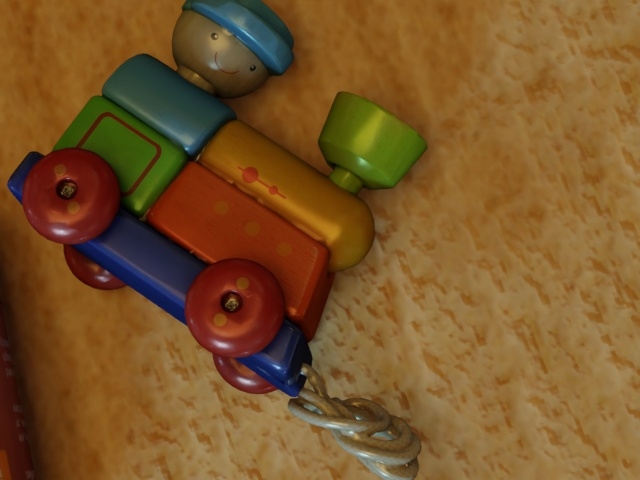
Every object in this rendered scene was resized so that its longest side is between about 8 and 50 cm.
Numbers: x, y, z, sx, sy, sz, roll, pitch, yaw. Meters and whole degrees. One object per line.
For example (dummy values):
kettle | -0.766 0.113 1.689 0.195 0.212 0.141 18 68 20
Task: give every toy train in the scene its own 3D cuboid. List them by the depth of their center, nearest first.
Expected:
toy train | 0.000 0.000 0.853 0.248 0.105 0.143 33 81 12

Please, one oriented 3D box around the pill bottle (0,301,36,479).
pill bottle | -0.192 0.095 0.872 0.121 0.121 0.216 -14 84 11
